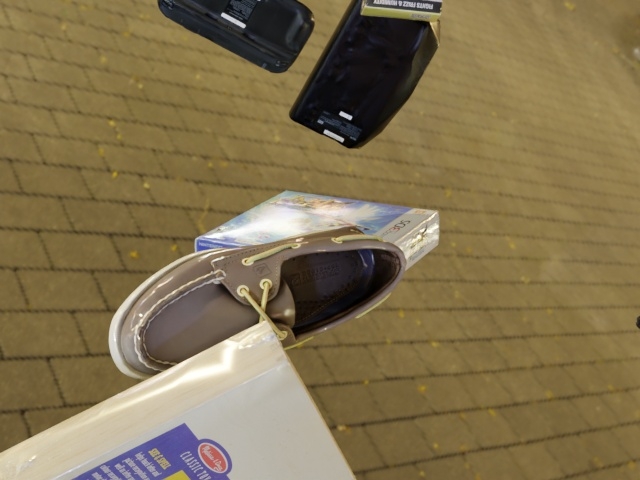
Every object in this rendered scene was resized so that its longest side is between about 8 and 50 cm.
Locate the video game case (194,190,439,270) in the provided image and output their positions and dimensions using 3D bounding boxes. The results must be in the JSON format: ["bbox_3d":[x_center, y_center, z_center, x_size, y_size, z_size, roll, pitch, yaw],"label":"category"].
[{"bbox_3d":[0.000,0.000,1.309,0.269,0.061,0.244,9,22,28],"label":"video game case"}]

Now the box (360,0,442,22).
[{"bbox_3d":[0.096,-0.352,0.956,0.087,0.232,0.058,6,4,-2],"label":"box"}]

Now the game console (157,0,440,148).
[{"bbox_3d":[-0.032,-0.277,1.207,0.361,0.213,0.044,25,24,-16],"label":"game console"}]

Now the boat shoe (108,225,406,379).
[{"bbox_3d":[-0.052,0.058,0.913,0.324,0.096,0.117,-17,100,-38],"label":"boat shoe"}]

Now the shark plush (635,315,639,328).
[{"bbox_3d":[0.340,0.064,0.756,0.161,0.067,0.073,16,70,-7],"label":"shark plush"}]

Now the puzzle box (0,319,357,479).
[{"bbox_3d":[-0.107,0.257,0.921,0.052,0.272,0.409,61,-5,38],"label":"puzzle box"}]
